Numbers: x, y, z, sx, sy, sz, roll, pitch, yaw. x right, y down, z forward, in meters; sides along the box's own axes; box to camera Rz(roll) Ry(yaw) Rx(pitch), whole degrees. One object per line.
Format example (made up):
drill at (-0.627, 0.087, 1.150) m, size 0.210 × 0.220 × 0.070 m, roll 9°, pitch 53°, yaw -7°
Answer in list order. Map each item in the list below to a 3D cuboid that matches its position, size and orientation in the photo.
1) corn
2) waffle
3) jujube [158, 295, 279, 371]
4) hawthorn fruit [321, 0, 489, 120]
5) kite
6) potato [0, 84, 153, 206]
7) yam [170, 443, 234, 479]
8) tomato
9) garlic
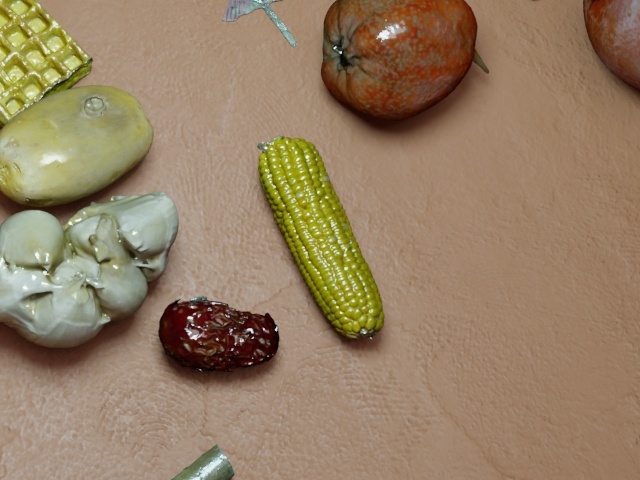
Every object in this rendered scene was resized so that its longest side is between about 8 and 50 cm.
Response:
corn at (-0.001, 0.001, 1.817) m, size 0.102 × 0.102 × 0.312 m, roll -19°, pitch 80°, yaw -17°
waffle at (-0.451, -0.273, 1.827) m, size 0.211 × 0.055 × 0.160 m, roll 44°, pitch 68°, yaw 3°
jujube at (-0.137, 0.133, 1.745) m, size 0.166 × 0.104 × 0.104 m, roll 11°, pitch 71°, yaw -11°
hawthorn fruit at (0.134, -0.279, 1.890) m, size 0.262 × 0.210 × 0.210 m, roll -3°, pitch 73°, yaw -31°
kite at (-0.086, -0.352, 1.958) m, size 0.137 × 0.005 × 0.152 m, roll -24°, pitch 79°, yaw -16°
potato at (-0.339, -0.129, 1.763) m, size 0.234 × 0.146 × 0.150 m, roll -27°, pitch 87°, yaw -34°
yam at (-0.172, 0.326, 1.701) m, size 0.132 × 0.054 × 0.054 m, roll -37°, pitch 84°, yaw -21°
tomato at (0.537, -0.345, 1.961) m, size 0.265 × 0.265 × 0.264 m, roll 4°, pitch 72°, yaw -11°
garlic at (-0.312, 0.045, 1.686) m, size 0.281 × 0.203 × 0.184 m, roll -10°, pitch 100°, yaw -21°
